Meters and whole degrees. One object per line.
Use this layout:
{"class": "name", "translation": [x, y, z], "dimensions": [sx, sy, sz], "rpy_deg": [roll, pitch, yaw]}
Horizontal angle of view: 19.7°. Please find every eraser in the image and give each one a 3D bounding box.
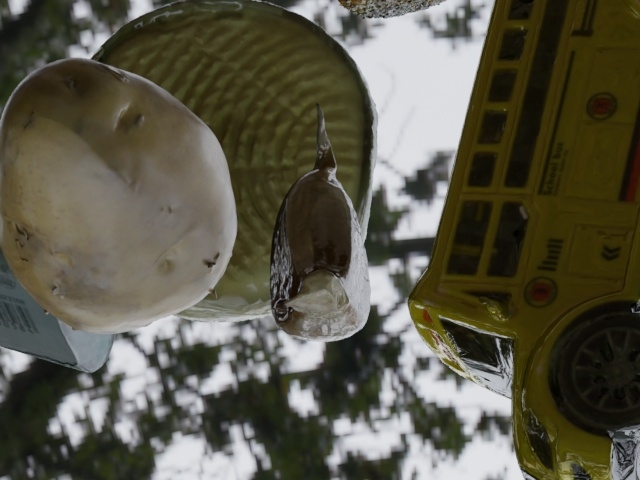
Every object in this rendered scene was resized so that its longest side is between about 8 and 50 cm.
{"class": "eraser", "translation": [-0.338, 0.046, 1.920], "dimensions": [0.227, 0.174, 0.081], "rpy_deg": [12, -128, 25]}

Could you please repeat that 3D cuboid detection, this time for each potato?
{"class": "potato", "translation": [-0.127, -0.025, 1.186], "dimensions": [0.161, 0.235, 0.128], "rpy_deg": [-30, -127, -29]}

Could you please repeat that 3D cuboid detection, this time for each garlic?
{"class": "garlic", "translation": [0.001, -0.002, 1.599], "dimensions": [0.090, 0.128, 0.198], "rpy_deg": [3, -126, 3]}

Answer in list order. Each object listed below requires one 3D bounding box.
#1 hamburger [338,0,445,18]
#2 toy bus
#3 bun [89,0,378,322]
{"class": "hamburger", "translation": [0.080, -0.256, 1.642], "dimensions": [0.189, 0.164, 0.093], "rpy_deg": [-15, -97, -4]}
{"class": "toy bus", "translation": [0.141, -0.018, 0.936], "dimensions": [0.152, 0.144, 0.330], "rpy_deg": [6, -113, 23]}
{"class": "bun", "translation": [-0.107, -0.081, 2.049], "dimensions": [0.364, 0.202, 0.364], "rpy_deg": [1, -106, -4]}
